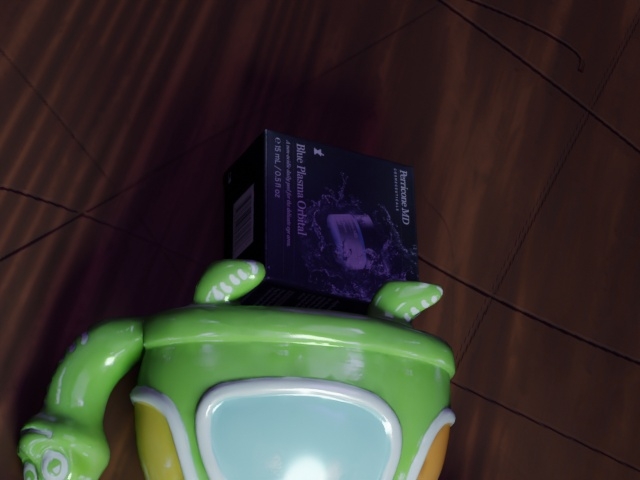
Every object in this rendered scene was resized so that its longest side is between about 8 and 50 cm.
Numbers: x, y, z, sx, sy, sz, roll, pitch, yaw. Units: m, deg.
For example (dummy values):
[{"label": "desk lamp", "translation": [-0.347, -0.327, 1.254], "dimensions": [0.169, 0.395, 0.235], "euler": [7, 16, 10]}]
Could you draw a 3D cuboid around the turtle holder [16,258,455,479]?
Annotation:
[{"label": "turtle holder", "translation": [-0.051, 0.146, 1.273], "dimensions": [0.320, 0.243, 0.227], "euler": [12, 74, -29]}]

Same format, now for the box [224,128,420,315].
[{"label": "box", "translation": [0.000, 0.000, 1.472], "dimensions": [0.158, 0.093, 0.156], "euler": [13, 59, -25]}]
